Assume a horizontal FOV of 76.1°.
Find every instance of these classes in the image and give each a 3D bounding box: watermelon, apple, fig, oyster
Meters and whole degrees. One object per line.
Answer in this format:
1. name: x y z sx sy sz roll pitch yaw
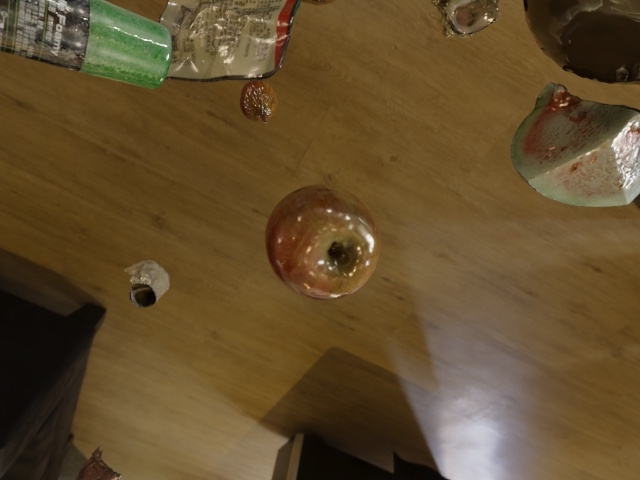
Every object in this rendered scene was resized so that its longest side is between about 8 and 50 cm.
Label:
1. watermelon: 0.535 -0.203 0.852 0.319 0.290 0.213 62 161 12
2. apple: 0.000 0.000 0.679 0.188 0.174 0.188 -6 112 -16
3. fig: -0.185 -0.381 1.181 0.119 0.153 0.119 7 152 4
4. oyster: 0.402 -0.659 1.159 0.191 0.081 0.163 40 112 -1

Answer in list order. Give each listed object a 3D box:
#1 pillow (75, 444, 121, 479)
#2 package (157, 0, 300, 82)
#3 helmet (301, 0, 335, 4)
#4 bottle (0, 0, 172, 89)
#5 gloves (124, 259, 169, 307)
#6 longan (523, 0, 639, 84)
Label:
1. pillow: -0.252 0.313 0.412 0.043 0.185 0.118 25 162 -29
2. package: -0.142 -0.300 0.586 0.232 0.166 0.040 7 169 19
3. helmet: 0.019 -0.788 1.194 0.130 0.224 0.198 41 156 30
4. bottle: -0.341 -0.253 0.450 0.330 0.093 0.093 4 138 -41
5. gloves: -0.156 0.041 0.371 0.037 0.081 0.044 -9 117 -23
6. longan: 0.560 -0.457 0.659 0.404 0.403 0.436 12 154 2
